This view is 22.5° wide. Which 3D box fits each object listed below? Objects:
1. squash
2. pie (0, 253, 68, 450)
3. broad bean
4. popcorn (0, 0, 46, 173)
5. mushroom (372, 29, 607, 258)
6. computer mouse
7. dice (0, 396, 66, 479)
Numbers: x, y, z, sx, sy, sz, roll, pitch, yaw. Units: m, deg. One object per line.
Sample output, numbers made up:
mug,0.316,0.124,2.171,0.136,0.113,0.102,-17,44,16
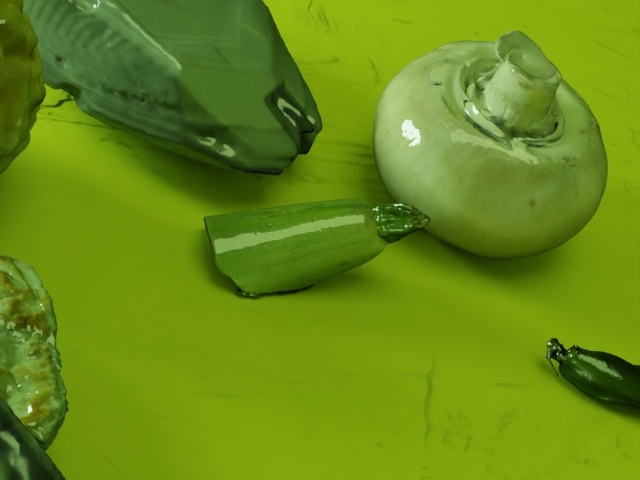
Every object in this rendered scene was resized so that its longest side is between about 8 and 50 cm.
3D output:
squash,-0.001,0.003,1.442,0.200,0.075,0.090,-8,25,-7
pie,-0.291,0.088,1.158,0.201,0.090,0.248,0,44,-18
broad bean,0.328,0.137,1.490,0.254,0.046,0.065,11,40,-18
popcorn,-0.348,-0.143,1.316,0.249,0.249,0.225,8,11,-22
mushroom,0.170,-0.103,1.566,0.246,0.202,0.246,9,48,-11
computer mouse,-0.190,-0.207,1.533,0.429,0.145,0.228,42,31,2
dice,-0.261,0.157,0.962,0.182,0.183,0.181,-40,87,-17
